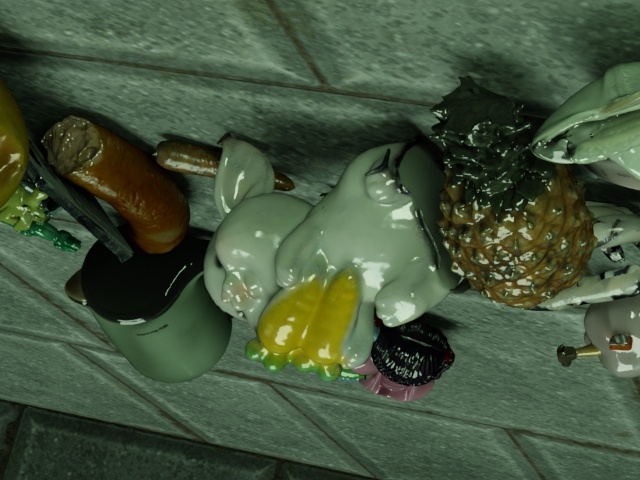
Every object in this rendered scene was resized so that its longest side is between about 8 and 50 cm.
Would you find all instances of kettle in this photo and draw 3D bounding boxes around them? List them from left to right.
[{"bbox_3d":[-0.201,0.072,2.445,0.240,0.165,0.255,-17,155,4],"label":"kettle"}]

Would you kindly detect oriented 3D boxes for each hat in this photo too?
[{"bbox_3d":[0.338,-0.093,1.421,0.258,0.168,0.301,36,135,-14],"label":"hat"}]

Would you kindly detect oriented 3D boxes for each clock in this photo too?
[{"bbox_3d":[0.086,0.155,2.520,0.194,0.100,0.195,18,163,-3],"label":"clock"}]

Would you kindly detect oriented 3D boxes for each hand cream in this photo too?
[{"bbox_3d":[0.334,-0.060,1.683,0.216,0.038,0.052,8,135,38],"label":"hand cream"}]

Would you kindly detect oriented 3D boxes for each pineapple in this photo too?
[{"bbox_3d":[0.162,-0.056,1.660,0.158,0.158,0.278,7,153,26],"label":"pineapple"}]

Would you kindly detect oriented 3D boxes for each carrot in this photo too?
[{"bbox_3d":[-0.107,-0.082,2.010,0.165,0.035,0.035,13,164,-2],"label":"carrot"}]

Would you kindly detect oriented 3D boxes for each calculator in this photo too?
[{"bbox_3d":[-0.309,-0.074,2.079,0.161,0.021,0.261,53,-179,26],"label":"calculator"}]

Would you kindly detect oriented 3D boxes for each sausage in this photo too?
[{"bbox_3d":[-0.223,-0.060,2.113,0.103,0.076,0.302,6,161,23],"label":"sausage"}]

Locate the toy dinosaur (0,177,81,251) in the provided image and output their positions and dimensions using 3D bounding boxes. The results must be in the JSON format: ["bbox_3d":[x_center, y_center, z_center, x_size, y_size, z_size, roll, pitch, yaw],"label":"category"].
[{"bbox_3d":[-0.394,-0.059,2.268,0.259,0.094,0.153,13,163,41],"label":"toy dinosaur"}]

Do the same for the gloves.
[{"bbox_3d":[0.267,0.005,1.817,0.212,0.111,0.127,-25,-170,24],"label":"gloves"}]

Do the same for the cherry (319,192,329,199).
[{"bbox_3d":[0.070,0.014,2.091,0.107,0.090,0.225,21,159,27],"label":"cherry"}]

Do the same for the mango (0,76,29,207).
[{"bbox_3d":[-0.431,-0.115,1.903,0.253,0.182,0.365,40,166,-2],"label":"mango"}]

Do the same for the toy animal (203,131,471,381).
[{"bbox_3d":[-0.003,0.002,1.863,0.310,0.247,0.183,-15,129,33],"label":"toy animal"}]

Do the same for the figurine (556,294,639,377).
[{"bbox_3d":[0.387,0.106,2.066,0.229,0.112,0.137,6,176,-18],"label":"figurine"}]
